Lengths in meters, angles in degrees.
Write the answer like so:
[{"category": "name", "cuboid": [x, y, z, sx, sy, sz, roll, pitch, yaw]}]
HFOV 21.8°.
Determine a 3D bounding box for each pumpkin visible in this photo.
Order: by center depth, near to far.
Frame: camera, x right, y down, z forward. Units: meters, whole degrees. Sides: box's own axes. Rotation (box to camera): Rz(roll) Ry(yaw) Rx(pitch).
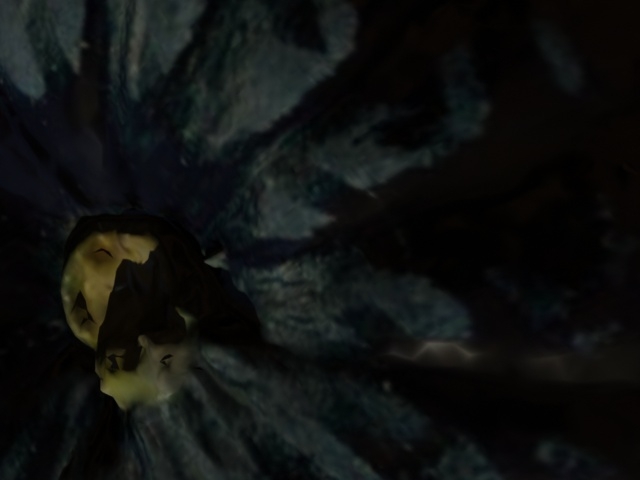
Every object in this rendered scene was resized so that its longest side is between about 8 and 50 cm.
[{"category": "pumpkin", "cuboid": [0.000, 0.000, 0.509, 0.266, 0.363, 0.363, -20, -93, -59]}]
